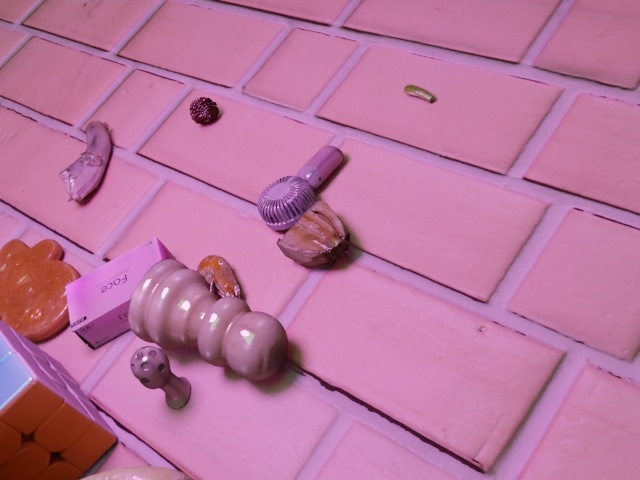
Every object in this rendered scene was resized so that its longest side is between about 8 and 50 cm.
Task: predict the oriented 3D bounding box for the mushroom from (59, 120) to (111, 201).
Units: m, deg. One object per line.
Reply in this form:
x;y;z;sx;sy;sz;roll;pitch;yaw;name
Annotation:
-0.619;-0.213;2.138;0.096;0.099;0.278;3;52;12;mushroom

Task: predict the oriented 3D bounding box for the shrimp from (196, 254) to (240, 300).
-0.218;0.103;1.737;0.101;0.042;0.190;-52;48;10;shrimp

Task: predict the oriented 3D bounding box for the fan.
-0.038;-0.124;1.802;0.244;0.074;0.130;-46;38;-18;fan

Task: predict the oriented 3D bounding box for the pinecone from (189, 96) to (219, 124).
-0.309;-0.343;2.090;0.077;0.077;0.083;-38;49;-5;pinecone

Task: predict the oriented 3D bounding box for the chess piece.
-0.209;0.171;1.603;0.330;0.182;0.182;20;66;29;chess piece

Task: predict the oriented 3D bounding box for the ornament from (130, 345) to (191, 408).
-0.321;0.268;1.580;0.081;0.156;0.075;-18;49;12;ornament

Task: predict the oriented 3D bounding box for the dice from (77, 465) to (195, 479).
-0.304;0.536;1.308;0.252;0.250;0.254;-21;50;11;dice

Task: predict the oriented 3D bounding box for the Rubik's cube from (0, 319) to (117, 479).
-0.641;0.361;1.578;0.292;0.291;0.290;-44;49;-12;Rubik's cube

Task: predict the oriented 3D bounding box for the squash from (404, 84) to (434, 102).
0.231;-0.344;1.864;0.089;0.027;0.027;28;71;36;squash

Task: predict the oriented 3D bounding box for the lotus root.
0.000;0.003;1.684;0.143;0.070;0.144;-41;44;-15;lotus root

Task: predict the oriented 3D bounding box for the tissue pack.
-0.442;0.115;1.798;0.246;0.092;0.148;-29;47;4;tissue pack

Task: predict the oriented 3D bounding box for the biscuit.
-0.713;0.121;1.953;0.355;0.052;0.275;20;67;35;biscuit
